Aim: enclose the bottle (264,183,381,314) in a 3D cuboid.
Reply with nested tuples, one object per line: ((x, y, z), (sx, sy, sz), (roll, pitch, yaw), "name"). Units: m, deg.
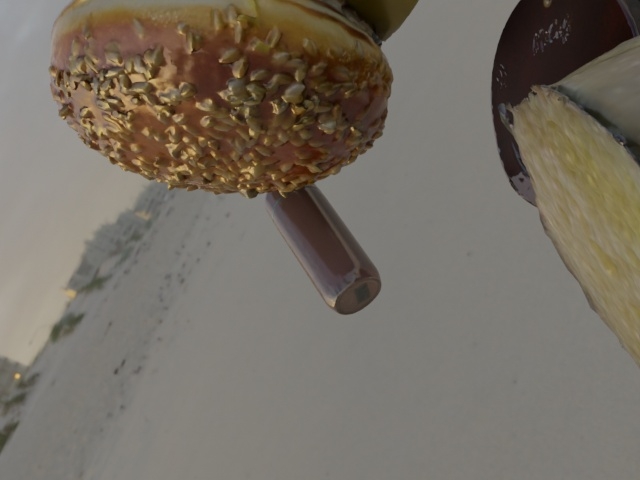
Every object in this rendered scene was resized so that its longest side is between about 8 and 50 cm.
((0.000, 0.000, 0.776), (0.140, 0.053, 0.053), (56, 131, 34), "bottle")

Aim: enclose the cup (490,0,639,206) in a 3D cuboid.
((0.275, -0.110, 0.636), (0.196, 0.280, 0.196), (174, 90, -69), "cup")

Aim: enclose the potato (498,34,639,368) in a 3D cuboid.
((0.259, -0.014, 0.404), (0.237, 0.301, 0.288), (-32, 41, 5), "potato")

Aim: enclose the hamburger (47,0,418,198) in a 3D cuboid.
((-0.068, -0.159, 0.697), (0.291, 0.291, 0.225), (137, 139, -69), "hamburger")
